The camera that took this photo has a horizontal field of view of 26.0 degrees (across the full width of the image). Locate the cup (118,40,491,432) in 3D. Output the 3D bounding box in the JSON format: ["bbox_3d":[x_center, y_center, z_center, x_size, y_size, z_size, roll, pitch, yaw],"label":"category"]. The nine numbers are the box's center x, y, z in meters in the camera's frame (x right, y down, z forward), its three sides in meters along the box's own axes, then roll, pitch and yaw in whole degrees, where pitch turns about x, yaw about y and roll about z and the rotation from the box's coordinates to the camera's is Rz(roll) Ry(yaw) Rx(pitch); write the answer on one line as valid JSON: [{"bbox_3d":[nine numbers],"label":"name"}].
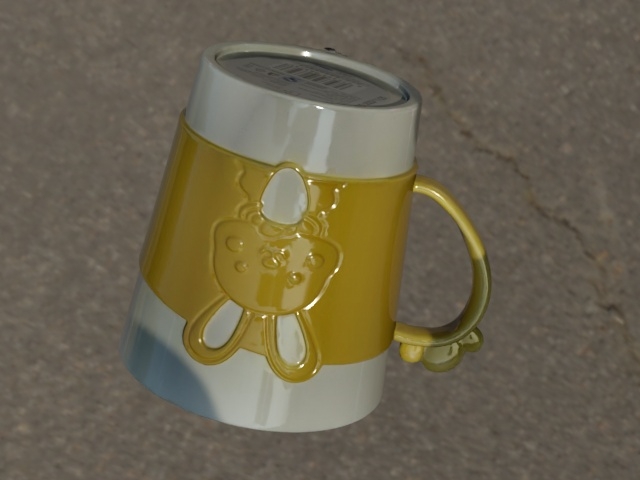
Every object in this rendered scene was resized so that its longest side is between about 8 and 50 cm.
[{"bbox_3d":[0.000,0.000,0.914,0.241,0.185,0.226,11,110,-1],"label":"cup"}]
